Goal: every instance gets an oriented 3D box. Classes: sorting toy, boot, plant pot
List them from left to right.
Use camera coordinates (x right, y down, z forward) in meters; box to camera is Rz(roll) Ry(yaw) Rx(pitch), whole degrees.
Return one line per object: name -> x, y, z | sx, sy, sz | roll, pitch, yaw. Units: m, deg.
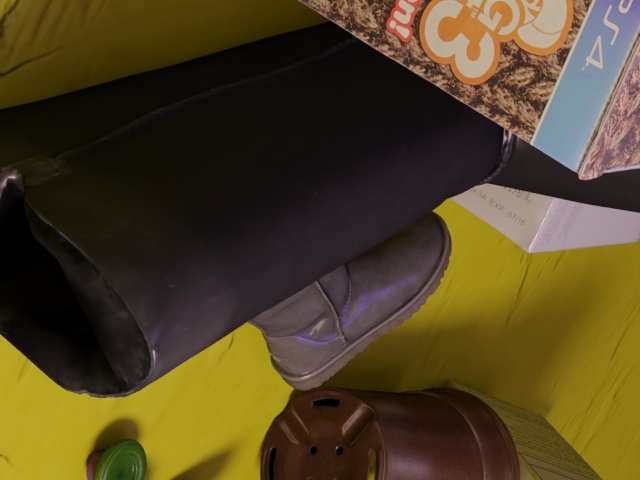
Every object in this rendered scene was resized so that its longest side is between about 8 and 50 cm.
sorting toy -> -0.150, 0.182, 1.146 | 0.061, 0.042, 0.102 | -49, 140, -38
boot -> 0.002, 0.000, 1.150 | 0.190, 0.076, 0.208 | -47, 141, -15
plant pot -> 0.048, 0.192, 1.310 | 0.165, 0.167, 0.167 | 17, 106, -50
boot -> 0.048, -0.037, 0.900 | 0.445, 0.367, 0.146 | -21, 116, -42

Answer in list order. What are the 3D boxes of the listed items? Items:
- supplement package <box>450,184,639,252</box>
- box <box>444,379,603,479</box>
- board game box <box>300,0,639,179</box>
supplement package -> 0.197, -0.062, 1.303 | 0.179, 0.105, 0.105 | -4, 123, -51
box -> 0.153, 0.280, 1.422 | 0.117, 0.243, 0.214 | 23, 102, -26
board game box -> 0.102, -0.168, 0.794 | 0.232, 0.291, 0.141 | -10, 128, -50
